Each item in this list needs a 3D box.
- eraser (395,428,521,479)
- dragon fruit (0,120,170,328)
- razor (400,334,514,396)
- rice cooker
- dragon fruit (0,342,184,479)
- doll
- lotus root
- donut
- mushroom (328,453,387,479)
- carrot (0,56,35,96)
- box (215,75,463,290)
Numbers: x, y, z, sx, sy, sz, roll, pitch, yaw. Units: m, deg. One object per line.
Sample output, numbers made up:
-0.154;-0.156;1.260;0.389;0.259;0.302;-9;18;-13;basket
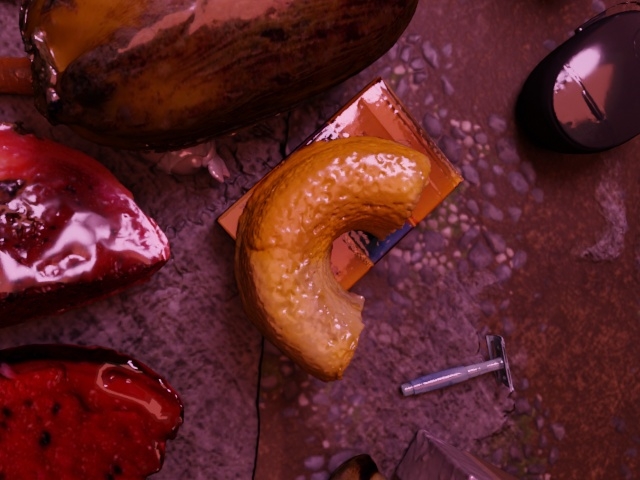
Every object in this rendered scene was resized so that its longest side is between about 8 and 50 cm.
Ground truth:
0.258;0.342;0.663;0.343;0.144;0.078;32;86;-13;eraser
-0.296;-0.020;0.538;0.262;0.134;0.211;-9;82;-29;dragon fruit
0.161;0.164;0.694;0.135;0.040;0.068;-13;94;-6;razor
0.334;-0.187;0.681;0.203;0.118;0.142;-36;99;-10;rice cooker
-0.282;0.232;0.544;0.282;0.100;0.343;24;95;4;dragon fruit
-0.144;-0.108;0.589;0.127;0.073;0.084;27;93;-9;doll
-0.064;-0.209;0.505;0.397;0.179;0.196;-24;96;-13;lotus root
-0.006;0.003;0.555;0.152;0.101;0.259;21;91;-7;donut
0.088;0.396;0.642;0.087;0.107;0.333;-18;98;24;mushroom
-0.288;-0.163;0.568;0.191;0.047;0.047;-2;92;-12;carrot
0.022;-0.045;0.636;0.237;0.070;0.152;-44;100;-10;box
